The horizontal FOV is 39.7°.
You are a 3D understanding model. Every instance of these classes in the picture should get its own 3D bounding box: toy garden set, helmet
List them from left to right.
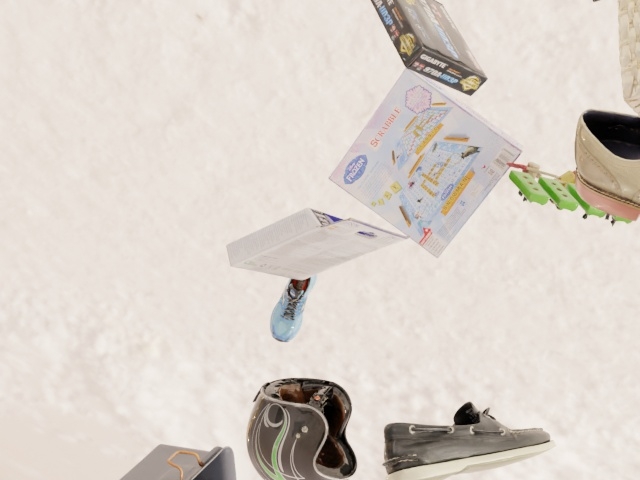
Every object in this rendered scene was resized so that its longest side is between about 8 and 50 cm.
[{"bbox_3d":[-0.027,0.300,1.324,0.169,0.162,0.169,2,-170,0],"label":"helmet"},{"bbox_3d":[0.494,-0.099,1.837,0.244,0.204,0.049,11,117,-18],"label":"toy garden set"}]

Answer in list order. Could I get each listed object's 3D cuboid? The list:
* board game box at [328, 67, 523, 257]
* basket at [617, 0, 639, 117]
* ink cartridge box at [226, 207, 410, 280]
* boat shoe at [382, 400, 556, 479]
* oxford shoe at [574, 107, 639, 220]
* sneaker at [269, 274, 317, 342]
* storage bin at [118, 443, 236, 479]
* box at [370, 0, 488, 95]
[{"bbox_3d":[0.235,-0.177,2.005,0.318,0.066,0.319,37,112,0],"label":"board game box"},{"bbox_3d":[0.411,-0.222,1.012,0.113,0.167,0.103,-13,158,42],"label":"basket"},{"bbox_3d":[0.000,0.000,1.425,0.223,0.045,0.223,-21,162,25],"label":"ink cartridge box"},{"bbox_3d":[0.239,0.320,1.440,0.339,0.113,0.127,-4,156,-28],"label":"boat shoe"},{"bbox_3d":[0.519,-0.084,1.186,0.396,0.140,0.147,16,148,35],"label":"oxford shoe"},{"bbox_3d":[-0.055,0.112,1.665,0.063,0.162,0.073,17,165,8],"label":"sneaker"},{"bbox_3d":[-0.163,0.268,0.942,0.091,0.135,0.098,7,113,25],"label":"storage bin"},{"bbox_3d":[0.189,-0.371,1.594,0.175,0.220,0.051,14,132,-39],"label":"box"}]
